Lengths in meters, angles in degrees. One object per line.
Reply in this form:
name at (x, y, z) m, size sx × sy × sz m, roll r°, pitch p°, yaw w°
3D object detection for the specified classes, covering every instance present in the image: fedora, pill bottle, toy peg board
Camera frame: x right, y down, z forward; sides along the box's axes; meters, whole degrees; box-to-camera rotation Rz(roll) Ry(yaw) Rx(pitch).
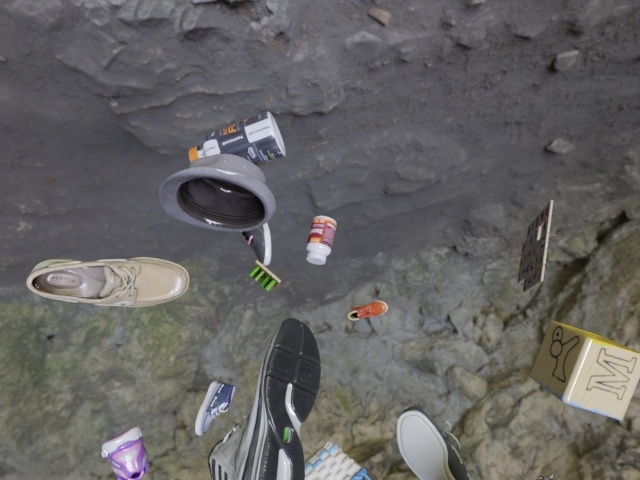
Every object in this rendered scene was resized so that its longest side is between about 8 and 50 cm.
fedora at (-0.243, -0.131, 1.097) m, size 0.276 × 0.124 × 0.243 m, roll 7°, pitch 146°, yaw -6°
pill bottle at (0.000, 0.000, 1.492) m, size 0.086 × 0.151 × 0.086 m, roll 10°, pitch 157°, yaw 5°
toy peg board at (-0.291, 0.198, 2.221) m, size 0.079 × 0.161 × 0.160 m, roll -48°, pitch 176°, yaw -23°
pill bottle at (-0.230, -0.250, 1.209) m, size 0.246 × 0.130 × 0.130 m, roll -19°, pitch 162°, yaw 5°

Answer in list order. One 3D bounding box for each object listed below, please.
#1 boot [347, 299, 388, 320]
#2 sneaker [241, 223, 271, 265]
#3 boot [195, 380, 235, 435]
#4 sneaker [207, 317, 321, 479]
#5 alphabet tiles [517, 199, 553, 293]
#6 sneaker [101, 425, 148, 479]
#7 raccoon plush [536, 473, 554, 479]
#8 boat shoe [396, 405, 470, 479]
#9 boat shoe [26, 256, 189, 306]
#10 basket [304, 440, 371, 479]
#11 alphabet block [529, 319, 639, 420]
boot at (0.182, 0.276, 1.711) m, size 0.158 × 0.059 × 0.085 m, roll -18°, pitch -179°, yaw 31°
sneaker at (-0.245, -0.050, 1.324) m, size 0.147 × 0.295 × 0.104 m, roll -9°, pitch 158°, yaw -27°
boot at (-0.369, 0.591, 1.556) m, size 0.086 × 0.189 × 0.069 m, roll 6°, pitch 147°, yaw 15°
sneaker at (-0.155, 0.407, 1.043) m, size 0.258 × 0.446 × 0.169 m, roll -21°, pitch 137°, yaw 38°
alphabet tiles at (0.535, 0.032, 1.114) m, size 0.009 × 0.198 × 0.237 m, roll 11°, pitch 166°, yaw 14°
sneaker at (-0.442, 0.503, 1.019) m, size 0.095 × 0.104 × 0.236 m, roll -24°, pitch 164°, yaw -30°
raccoon plush at (0.444, 0.501, 0.579) m, size 0.448 × 0.298 × 0.216 m, roll -2°, pitch 180°, yaw 15°
boat shoe at (0.229, 0.420, 0.863) m, size 0.095 × 0.254 × 0.079 m, roll -28°, pitch -172°, yaw 30°
boat shoe at (-0.421, 0.087, 0.906) m, size 0.303 × 0.109 × 0.098 m, roll 6°, pitch 180°, yaw -25°
basket at (0.050, 0.781, 1.333) m, size 0.255 × 0.289 × 0.201 m, roll -28°, pitch 151°, yaw -28°
alphabet block at (0.776, 0.373, 1.300) m, size 0.194 × 0.196 × 0.192 m, roll 18°, pitch -175°, yaw -7°
